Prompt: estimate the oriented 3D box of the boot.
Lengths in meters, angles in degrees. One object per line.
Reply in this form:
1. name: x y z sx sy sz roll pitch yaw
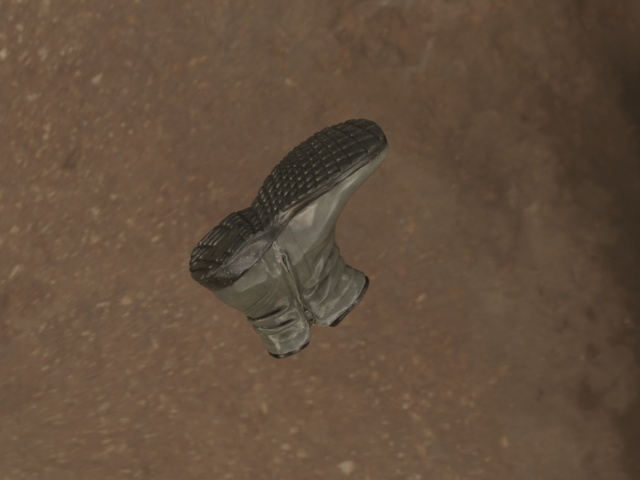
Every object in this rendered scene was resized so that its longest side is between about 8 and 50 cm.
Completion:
1. boot: 0.000 0.000 1.258 0.246 0.083 0.161 -41 126 9
